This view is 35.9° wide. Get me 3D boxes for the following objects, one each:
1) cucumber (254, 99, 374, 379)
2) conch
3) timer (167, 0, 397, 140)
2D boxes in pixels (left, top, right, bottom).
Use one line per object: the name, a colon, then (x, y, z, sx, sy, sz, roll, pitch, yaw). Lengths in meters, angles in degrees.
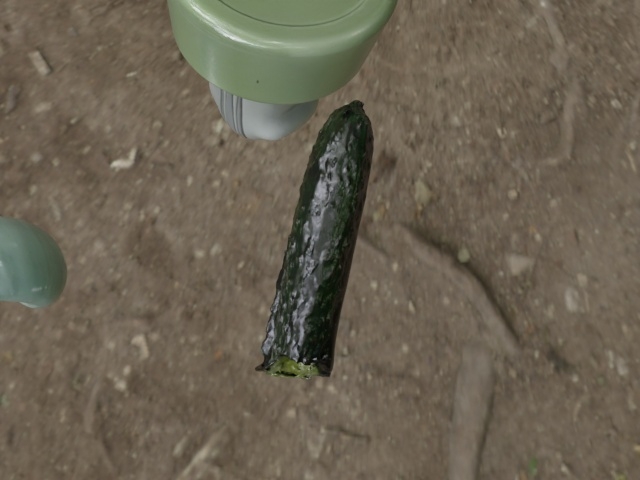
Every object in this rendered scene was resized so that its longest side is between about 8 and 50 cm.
cucumber: (0.000, 0.001, 0.827, 0.067, 0.067, 0.245, 12, 94, 0)
conch: (-0.473, 0.025, 1.506, 0.185, 0.221, 0.121, 28, 85, -4)
timer: (-0.067, -0.257, 1.309, 0.290, 0.291, 0.315, 15, 147, -1)
